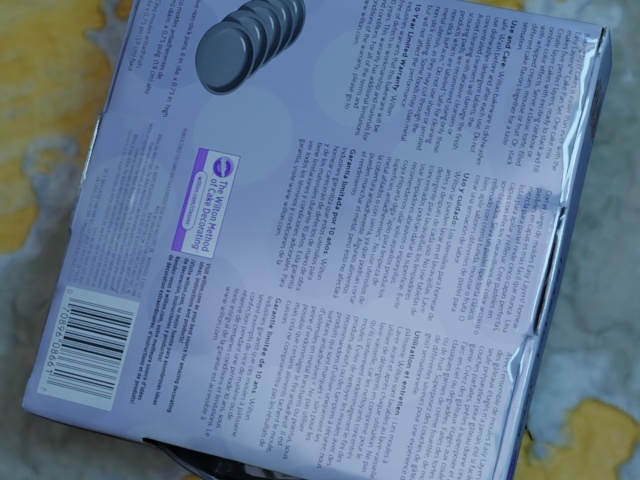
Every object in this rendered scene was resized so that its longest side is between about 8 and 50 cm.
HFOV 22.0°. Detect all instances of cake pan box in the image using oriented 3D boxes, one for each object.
[{"bbox_3d":[0.000,0.000,0.827,0.246,0.070,0.266,11,80,17],"label":"cake pan box"}]
